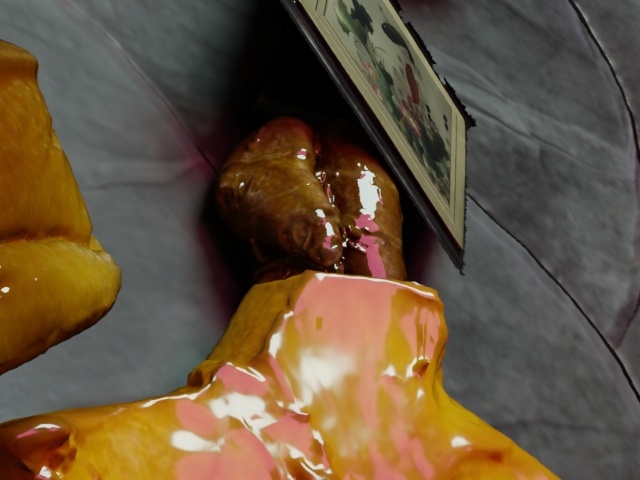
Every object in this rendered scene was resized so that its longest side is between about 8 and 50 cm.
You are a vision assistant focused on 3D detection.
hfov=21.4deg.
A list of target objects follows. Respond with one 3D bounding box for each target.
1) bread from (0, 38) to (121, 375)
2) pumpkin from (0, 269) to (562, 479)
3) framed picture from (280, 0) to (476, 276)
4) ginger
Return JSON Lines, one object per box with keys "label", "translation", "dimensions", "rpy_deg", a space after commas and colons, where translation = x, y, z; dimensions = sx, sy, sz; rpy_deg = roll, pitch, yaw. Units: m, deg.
{"label": "bread", "translation": [-0.188, 0.017, 0.580], "dimensions": [0.143, 0.195, 0.269], "rpy_deg": [60, 34, -1]}
{"label": "pumpkin", "translation": [0.006, 0.128, 0.745], "dimensions": [0.290, 0.095, 0.258], "rpy_deg": [50, 54, -5]}
{"label": "framed picture", "translation": [0.037, -0.101, 0.959], "dimensions": [0.199, 0.010, 0.195], "rpy_deg": [55, 20, -22]}
{"label": "ginger", "translation": [0.000, 0.000, 0.872], "dimensions": [0.103, 0.073, 0.162], "rpy_deg": [13, 54, -38]}
